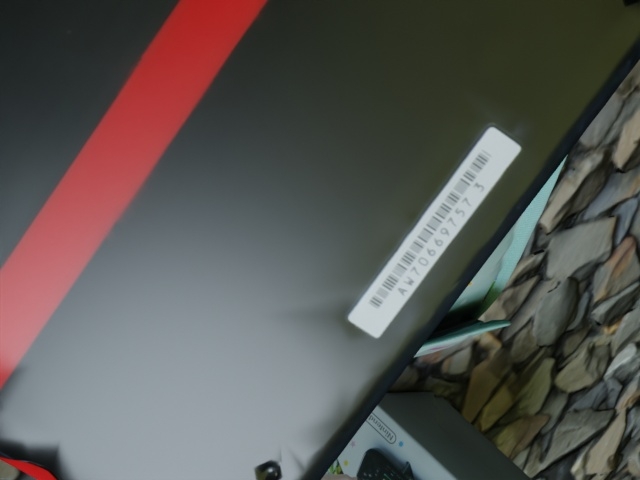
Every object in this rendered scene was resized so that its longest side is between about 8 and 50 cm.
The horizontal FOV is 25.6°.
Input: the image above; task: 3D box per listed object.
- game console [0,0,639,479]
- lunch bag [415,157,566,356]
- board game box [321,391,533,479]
[{"bbox_3d":[-0.067,-0.082,0.574,0.342,0.060,0.386,32,102,-18],"label":"game console"},{"bbox_3d":[0.000,0.000,0.783,0.223,0.160,0.262,-17,140,-33],"label":"lunch bag"},{"bbox_3d":[0.061,0.300,1.052,0.097,0.224,0.303,6,118,-48],"label":"board game box"}]
